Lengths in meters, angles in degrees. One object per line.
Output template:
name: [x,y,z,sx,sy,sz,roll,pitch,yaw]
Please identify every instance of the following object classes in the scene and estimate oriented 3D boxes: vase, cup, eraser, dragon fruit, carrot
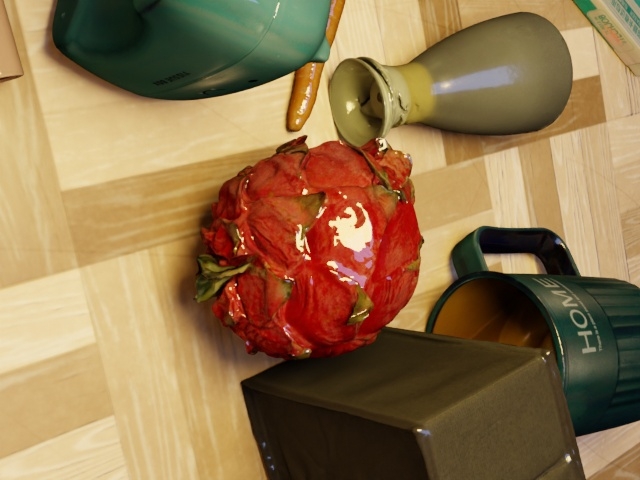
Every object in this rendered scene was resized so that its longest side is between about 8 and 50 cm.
vase: [0.175,-0.209,1.185,0.321,0.173,0.173,-15,99,-33]
cup: [0.318,0.149,1.270,0.292,0.308,0.242,2,120,-37]
eraser: [0.526,-0.393,1.528,0.225,0.052,0.095,36,66,-33]
dragon fruit: [0.000,0.000,0.989,0.299,0.244,0.244,-51,119,-17]
carrot: [-0.003,-0.254,1.118,0.043,0.043,0.248,20,79,-36]

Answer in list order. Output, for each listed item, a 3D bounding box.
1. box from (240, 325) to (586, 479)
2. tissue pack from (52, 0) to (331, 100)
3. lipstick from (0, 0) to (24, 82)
box: [0.102,0.255,1.008,0.204,0.345,0.251,-22,102,-33]
tissue pack: [-0.117,-0.246,0.869,0.206,0.287,0.198,16,77,-38]
lipstick: [-0.349,-0.274,0.825,0.070,0.070,0.254,-21,103,-37]
